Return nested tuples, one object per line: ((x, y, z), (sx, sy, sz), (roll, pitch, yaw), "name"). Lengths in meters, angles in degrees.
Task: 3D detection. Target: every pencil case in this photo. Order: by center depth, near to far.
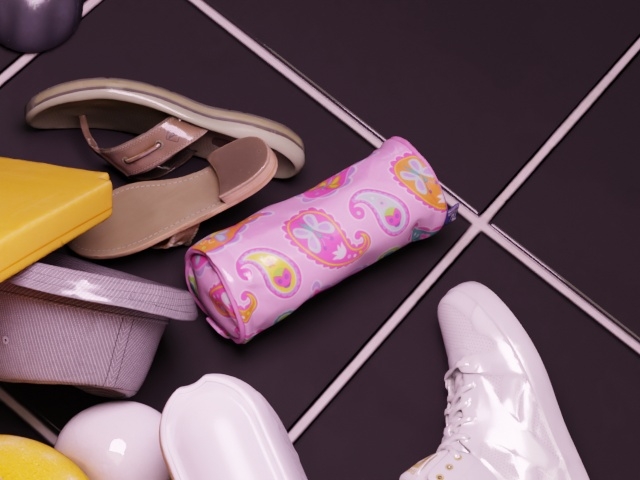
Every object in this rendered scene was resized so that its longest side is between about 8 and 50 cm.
((0.000, 0.000, 1.640), (0.284, 0.124, 0.124), (-28, 72, -24), "pencil case")

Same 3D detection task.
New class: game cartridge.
((-0.387, -0.029, 1.465), (0.323, 0.053, 0.285), (9, 18, 16), "game cartridge")

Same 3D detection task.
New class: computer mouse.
((-0.330, -0.340, 1.771), (0.188, 0.072, 0.272), (0, 63, -12), "computer mouse")

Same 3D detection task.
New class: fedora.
((-0.251, 0.081, 1.507), (0.243, 0.275, 0.124), (13, 89, -47), "fedora")

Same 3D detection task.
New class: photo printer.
((-0.046, 0.272, 1.414), (0.107, 0.256, 0.308), (-25, 70, -2), "photo printer")

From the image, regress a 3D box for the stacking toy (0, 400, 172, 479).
((-0.300, 0.291, 1.375), (0.350, 0.351, 0.480), (45, 45, 13), "stacking toy")

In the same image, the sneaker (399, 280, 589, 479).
((0.147, 0.187, 1.577), (0.169, 0.108, 0.293), (-16, 69, -22), "sneaker")

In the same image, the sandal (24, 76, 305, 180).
((-0.166, -0.103, 1.663), (0.302, 0.120, 0.086), (13, 75, -5), "sandal")

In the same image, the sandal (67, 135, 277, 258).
((-0.143, -0.024, 1.640), (0.240, 0.079, 0.088), (-24, 51, 12), "sandal")
